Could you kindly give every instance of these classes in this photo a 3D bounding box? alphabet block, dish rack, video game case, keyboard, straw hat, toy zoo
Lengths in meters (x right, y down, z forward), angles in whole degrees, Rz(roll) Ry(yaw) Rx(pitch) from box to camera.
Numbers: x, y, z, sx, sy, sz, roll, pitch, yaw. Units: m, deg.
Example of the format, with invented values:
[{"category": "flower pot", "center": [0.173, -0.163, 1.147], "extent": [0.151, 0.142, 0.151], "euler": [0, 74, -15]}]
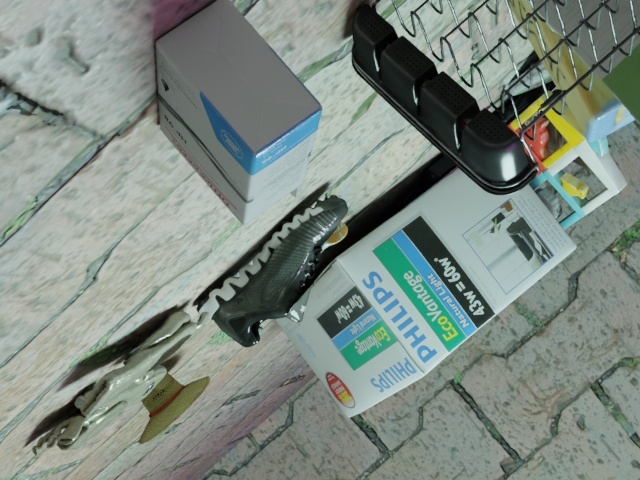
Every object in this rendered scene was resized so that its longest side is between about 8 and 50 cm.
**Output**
[{"category": "alphabet block", "center": [0.310, -0.238, 1.211], "extent": [0.192, 0.197, 0.193], "euler": [-30, 172, 7]}, {"category": "dish rack", "center": [0.176, -0.195, 0.990], "extent": [0.271, 0.208, 0.074], "euler": [-42, 155, -4]}, {"category": "video game case", "center": [0.408, -0.282, 1.755], "extent": [0.212, 0.023, 0.193], "euler": [-23, 179, -20]}, {"category": "keyboard", "center": [0.290, -0.196, 1.928], "extent": [0.317, 0.033, 0.201], "euler": [-39, 177, -18]}, {"category": "straw hat", "center": [-0.226, 0.218, 1.682], "extent": [0.144, 0.061, 0.144], "euler": [-40, -172, 6]}, {"category": "toy zoo", "center": [0.366, -0.116, 1.910], "extent": [0.030, 0.192, 0.293], "euler": [-37, 176, -33]}]

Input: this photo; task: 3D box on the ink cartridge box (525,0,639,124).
[{"category": "ink cartridge box", "center": [0.271, -0.239, 1.033], "extent": [0.171, 0.235, 0.056], "euler": [-46, 163, 25]}]

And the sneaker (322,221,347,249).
[{"category": "sneaker", "center": [0.000, 0.000, 1.693], "extent": [0.083, 0.032, 0.037], "euler": [-33, -178, -19]}]

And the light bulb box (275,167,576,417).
[{"category": "light bulb box", "center": [0.163, 0.073, 1.967], "extent": [0.361, 0.225, 0.358], "euler": [-36, 175, -26]}]

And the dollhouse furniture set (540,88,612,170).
[{"category": "dollhouse furniture set", "center": [0.435, -0.228, 1.948], "extent": [0.151, 0.144, 0.123], "euler": [-37, 138, -23]}]

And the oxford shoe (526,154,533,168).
[{"category": "oxford shoe", "center": [0.340, -0.143, 2.076], "extent": [0.076, 0.076, 0.212], "euler": [-7, -164, 2]}]

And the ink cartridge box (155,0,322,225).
[{"category": "ink cartridge box", "center": [-0.061, -0.079, 0.845], "extent": [0.060, 0.104, 0.180], "euler": [-38, 170, -16]}]

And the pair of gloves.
[{"category": "pair of gloves", "center": [-0.246, 0.174, 1.468], "extent": [0.204, 0.042, 0.240], "euler": [-36, 172, -45]}]

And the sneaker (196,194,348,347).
[{"category": "sneaker", "center": [-0.040, 0.046, 1.493], "extent": [0.234, 0.106, 0.078], "euler": [-42, 171, 6]}]
